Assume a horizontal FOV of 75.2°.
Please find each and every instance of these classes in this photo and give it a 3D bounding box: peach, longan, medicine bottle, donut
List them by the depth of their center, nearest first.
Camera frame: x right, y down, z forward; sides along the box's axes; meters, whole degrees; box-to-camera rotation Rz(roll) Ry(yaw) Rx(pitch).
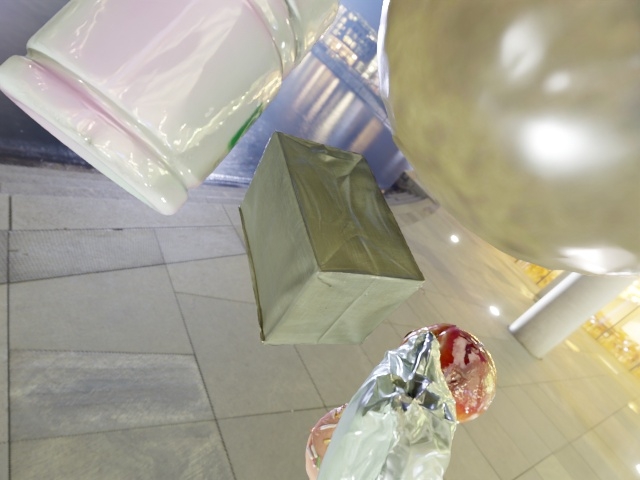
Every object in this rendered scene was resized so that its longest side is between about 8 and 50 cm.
[{"bbox_3d":[0.269,-0.167,0.399,0.436,0.404,0.404,44,19,19],"label":"longan"},{"bbox_3d":[-0.151,-0.213,0.470,0.212,0.325,0.212,34,-12,8],"label":"medicine bottle"},{"bbox_3d":[0.253,0.264,0.820,0.197,0.197,0.197,36,20,-15],"label":"peach"},{"bbox_3d":[0.075,0.477,0.964,0.085,0.233,0.199,73,10,-48],"label":"donut"}]

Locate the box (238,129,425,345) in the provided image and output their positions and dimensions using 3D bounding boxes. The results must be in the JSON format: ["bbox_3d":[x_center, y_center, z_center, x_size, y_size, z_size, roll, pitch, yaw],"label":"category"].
[{"bbox_3d":[0.000,0.000,0.542,0.155,0.149,0.231,9,45,-29],"label":"box"}]

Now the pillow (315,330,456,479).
[{"bbox_3d":[0.085,0.287,0.549,0.138,0.310,0.283,20,10,18],"label":"pillow"}]
